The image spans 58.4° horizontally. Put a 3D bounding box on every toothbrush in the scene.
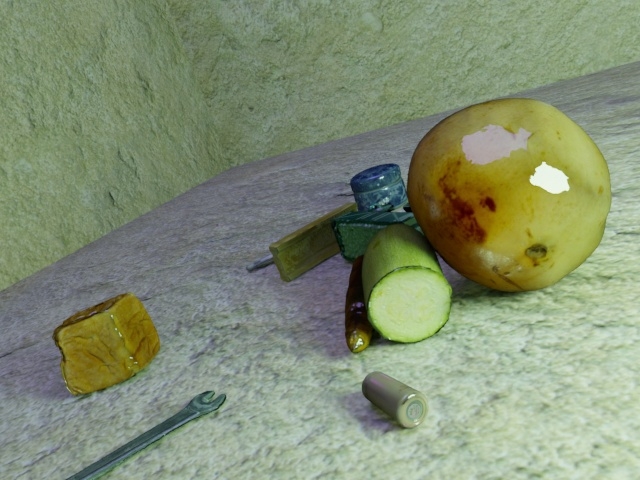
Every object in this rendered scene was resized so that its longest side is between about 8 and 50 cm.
[{"bbox_3d":[0.002,-0.009,1.489,0.417,0.040,0.042,-26,2,-7],"label":"toothbrush"}]

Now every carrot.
[{"bbox_3d":[0.075,0.107,0.995,0.066,0.066,0.314,-15,20,14],"label":"carrot"}]

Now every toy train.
[{"bbox_3d":[0.148,-0.026,1.228,0.154,0.115,0.269,-24,17,-33],"label":"toy train"}]

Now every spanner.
[{"bbox_3d":[-0.272,0.303,0.833,0.301,0.018,0.071,-28,18,-27],"label":"spanner"}]

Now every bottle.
[{"bbox_3d":[0.090,0.194,0.713,0.045,0.045,0.096,-26,17,-21],"label":"bottle"}]

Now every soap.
[{"bbox_3d":[-0.001,0.000,1.352,0.252,0.092,0.037,-30,21,-30],"label":"soap"}]

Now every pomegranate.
[{"bbox_3d":[0.288,-0.081,0.894,0.318,0.320,0.319,-18,17,6],"label":"pomegranate"}]

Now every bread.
[{"bbox_3d":[-0.419,0.197,1.122,0.158,0.143,0.149,-16,10,12],"label":"bread"}]

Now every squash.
[{"bbox_3d":[0.130,0.050,0.943,0.132,0.133,0.247,-18,21,7],"label":"squash"}]

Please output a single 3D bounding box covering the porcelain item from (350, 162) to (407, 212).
[{"bbox_3d":[0.161,-0.145,1.591,0.147,0.114,0.147,-17,17,5],"label":"porcelain item"}]
